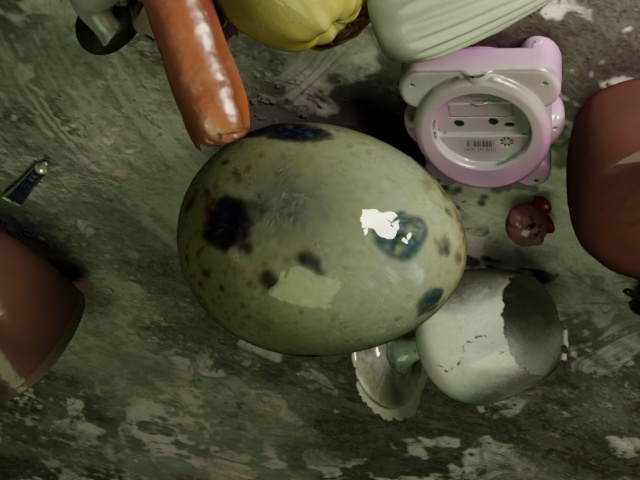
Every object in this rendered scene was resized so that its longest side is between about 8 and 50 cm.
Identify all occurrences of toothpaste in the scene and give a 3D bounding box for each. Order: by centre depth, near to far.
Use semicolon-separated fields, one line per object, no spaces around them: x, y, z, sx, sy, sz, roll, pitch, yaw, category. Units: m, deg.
-0.486;-0.096;2.181;0.037;0.021;0.140;30;139;-22;toothpaste

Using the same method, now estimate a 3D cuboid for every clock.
0.232;-0.176;1.866;0.227;0.090;0.248;1;141;13;clock

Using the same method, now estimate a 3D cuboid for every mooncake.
0.494;-0.096;1.831;0.326;0.174;0.334;33;133;-29;mooncake

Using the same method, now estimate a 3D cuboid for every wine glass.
0.228;0.171;2.173;0.323;0.238;0.238;-15;135;43;wine glass

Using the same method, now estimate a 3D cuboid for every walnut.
0.021;-0.307;1.779;0.091;0.052;0.121;-13;163;-41;walnut

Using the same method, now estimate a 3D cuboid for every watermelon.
-0.297;-0.305;1.842;0.110;0.078;0.078;-30;125;31;watermelon

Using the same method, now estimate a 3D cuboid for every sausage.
-0.188;-0.318;1.635;0.094;0.094;0.419;-4;107;66;sausage

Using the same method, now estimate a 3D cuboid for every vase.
0.189;-0.312;1.691;0.248;0.128;0.128;-15;134;15;vase

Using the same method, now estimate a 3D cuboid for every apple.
-0.041;-0.335;1.657;0.200;0.200;0.200;7;140;6;apple

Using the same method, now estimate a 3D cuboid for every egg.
0.000;0.000;1.922;0.427;0.345;0.345;7;141;18;egg

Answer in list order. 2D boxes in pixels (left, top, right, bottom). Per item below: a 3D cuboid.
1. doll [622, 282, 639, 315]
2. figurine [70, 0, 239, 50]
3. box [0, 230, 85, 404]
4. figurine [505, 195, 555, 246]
0.565;0.090;2.129;0.139;0.057;0.165;-12;144;23;doll
-0.224;-0.330;1.745;0.263;0.142;0.189;31;101;-18;figurine
-0.588;0.127;2.282;0.301;0.301;0.216;-18;125;30;box
0.323;-0.023;2.039;0.067;0.071;0.083;30;156;53;figurine
